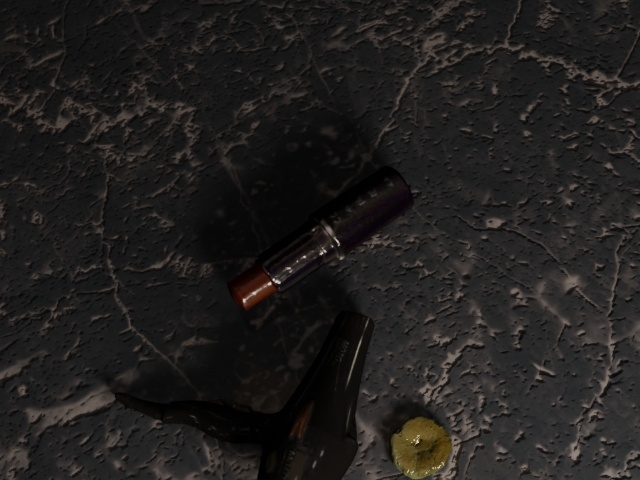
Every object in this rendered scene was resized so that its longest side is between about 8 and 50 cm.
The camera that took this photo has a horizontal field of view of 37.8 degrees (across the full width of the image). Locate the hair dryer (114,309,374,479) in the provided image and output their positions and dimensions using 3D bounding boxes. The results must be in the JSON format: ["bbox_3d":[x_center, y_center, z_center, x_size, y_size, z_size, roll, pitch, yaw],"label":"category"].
[{"bbox_3d":[-0.112,0.206,1.250,0.359,0.120,0.304,7,58,18],"label":"hair dryer"}]

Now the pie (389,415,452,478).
[{"bbox_3d":[0.130,0.271,1.225,0.084,0.020,0.084,-3,66,7],"label":"pie"}]

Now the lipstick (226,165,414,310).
[{"bbox_3d":[0.000,0.000,1.327,0.299,0.081,0.081,-35,67,-11],"label":"lipstick"}]
